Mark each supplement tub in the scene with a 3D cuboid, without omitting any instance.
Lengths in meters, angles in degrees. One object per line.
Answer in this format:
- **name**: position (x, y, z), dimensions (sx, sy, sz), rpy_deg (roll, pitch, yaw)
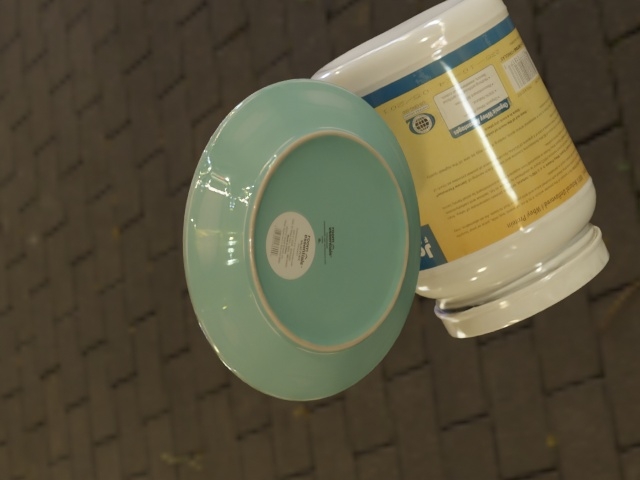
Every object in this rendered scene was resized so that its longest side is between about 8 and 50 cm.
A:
- **supplement tub**: position (0.095, -0.051, 1.167), dimensions (0.144, 0.144, 0.200), rpy_deg (-14, 106, 60)

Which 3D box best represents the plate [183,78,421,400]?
- **plate**: position (0.000, 0.000, 1.010), dimensions (0.024, 0.188, 0.188), rpy_deg (2, 94, 46)
